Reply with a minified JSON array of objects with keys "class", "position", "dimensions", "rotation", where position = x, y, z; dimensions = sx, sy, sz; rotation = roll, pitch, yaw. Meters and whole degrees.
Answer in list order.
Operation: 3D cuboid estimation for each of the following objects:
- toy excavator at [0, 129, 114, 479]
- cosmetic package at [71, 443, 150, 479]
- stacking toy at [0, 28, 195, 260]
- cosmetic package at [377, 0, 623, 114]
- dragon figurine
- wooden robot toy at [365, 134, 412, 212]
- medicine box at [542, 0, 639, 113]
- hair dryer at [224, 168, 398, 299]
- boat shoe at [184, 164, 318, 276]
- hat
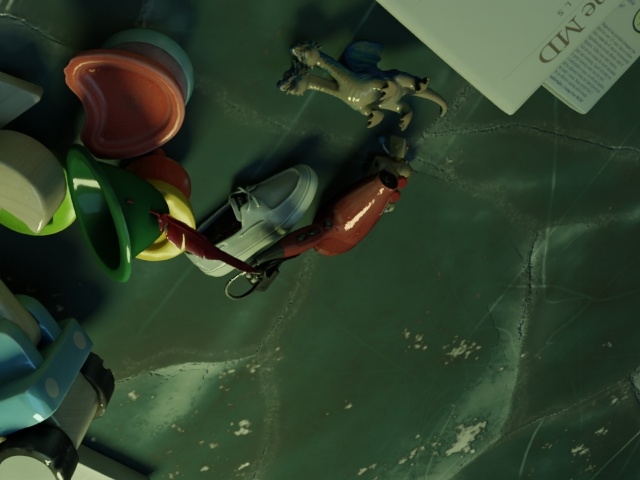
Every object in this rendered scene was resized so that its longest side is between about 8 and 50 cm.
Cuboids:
[{"class":"toy excavator","position":[-0.442,0.119,1.526],"dimensions":[0.433,0.222,0.445],"rotation":[-22,115,22]},{"class":"cosmetic package","position":[-0.388,0.407,1.934],"dimensions":[0.099,0.060,0.239],"rotation":[-41,136,7]},{"class":"stacking toy","position":[-0.295,-0.138,1.510],"dimensions":[0.280,0.130,0.308],"rotation":[4,127,-1]},{"class":"cosmetic package","position":[0.152,-0.425,1.319],"dimensions":[0.329,0.327,0.394],"rotation":[-46,136,13]},{"class":"dragon figurine","position":[0.069,-0.225,1.622],"dimensions":[0.289,0.144,0.085],"rotation":[-12,134,-48]},{"class":"wooden robot toy","position":[0.114,-0.093,1.783],"dimensions":[0.079,0.076,0.173],"rotation":[-9,136,-42]},{"class":"medicine box","position":[0.338,-0.367,1.524],"dimensions":[0.149,0.263,0.289],"rotation":[26,112,-43]},{"class":"hair dryer","position":[0.000,0.000,1.713],"dimensions":[0.293,0.080,0.223],"rotation":[-40,179,5]},{"class":"boat shoe","position":[-0.105,-0.036,1.693],"dimensions":[0.227,0.079,0.081],"rotation":[-40,141,12]},{"class":"hat","position":[-0.200,-0.051,1.461],"dimensions":[0.184,0.173,0.208],"rotation":[-22,134,-25]}]
